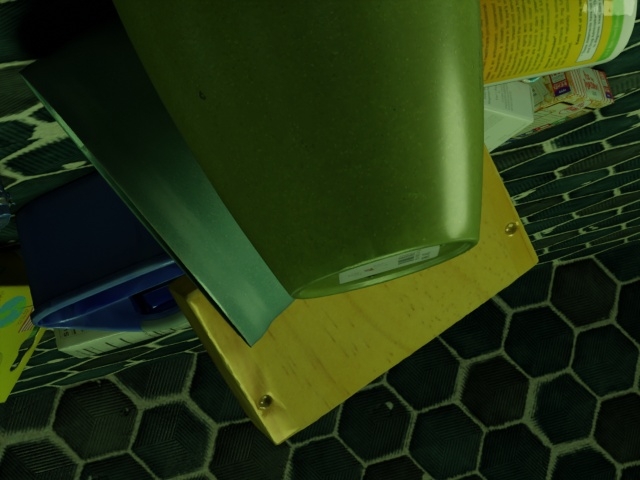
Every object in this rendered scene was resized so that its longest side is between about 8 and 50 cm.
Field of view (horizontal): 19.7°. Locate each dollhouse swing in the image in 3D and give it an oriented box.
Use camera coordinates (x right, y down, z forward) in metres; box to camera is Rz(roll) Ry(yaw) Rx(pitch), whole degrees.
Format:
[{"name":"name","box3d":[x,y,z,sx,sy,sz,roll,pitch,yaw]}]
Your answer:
[{"name":"dollhouse swing","box3d":[0.000,0.000,2.019,0.347,0.315,0.305,-34,-145,-8]}]

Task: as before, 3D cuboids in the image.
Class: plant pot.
[{"name":"plant pot","box3d":[-0.078,-0.086,1.506,0.196,0.293,0.293,-41,173,-5]},{"name":"plant pot","box3d":[0.005,-0.118,1.278,0.275,0.293,0.275,-16,171,-3]}]

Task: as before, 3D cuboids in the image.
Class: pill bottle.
[{"name":"pill bottle","box3d":[0.127,-0.195,1.539,0.246,0.136,0.136,-13,171,-21]}]

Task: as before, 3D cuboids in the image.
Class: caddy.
[{"name":"caddy","box3d":[-0.190,0.013,2.124,0.341,0.179,0.241,-22,171,31]}]

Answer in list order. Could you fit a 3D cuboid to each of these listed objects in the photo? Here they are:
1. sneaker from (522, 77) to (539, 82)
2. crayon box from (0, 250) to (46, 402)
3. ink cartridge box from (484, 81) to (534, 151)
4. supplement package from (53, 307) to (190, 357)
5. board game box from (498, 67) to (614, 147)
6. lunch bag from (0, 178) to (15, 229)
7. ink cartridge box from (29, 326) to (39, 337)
[{"name":"sneaker","box3d":[0.201,-0.195,1.864,0.071,0.083,0.191,-20,172,11]},{"name":"crayon box","box3d":[-0.462,0.114,2.246,0.202,0.081,0.318,-57,156,15]},{"name":"ink cartridge box","box3d":[0.102,-0.141,2.125,0.232,0.066,0.189,16,147,-31]},{"name":"supplement package","box3d":[-0.234,0.055,2.432,0.244,0.139,0.134,-16,170,3]},{"name":"board game box","box3d":[0.248,-0.161,2.277,0.193,0.045,0.147,-20,170,25]},{"name":"lunch bag","box3d":[-0.362,-0.032,1.885,0.098,0.065,0.067,-14,171,-15]},{"name":"ink cartridge box","box3d":[-0.510,0.116,2.448,0.219,0.092,0.160,-7,167,-44]}]
